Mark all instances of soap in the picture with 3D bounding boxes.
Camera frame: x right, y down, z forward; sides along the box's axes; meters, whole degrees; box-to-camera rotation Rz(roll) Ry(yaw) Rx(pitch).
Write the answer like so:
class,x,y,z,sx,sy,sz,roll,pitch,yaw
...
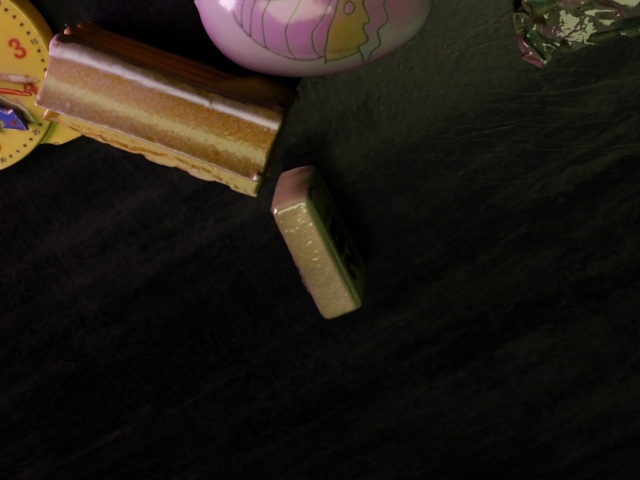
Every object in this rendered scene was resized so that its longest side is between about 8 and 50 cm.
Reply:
class,x,y,z,sx,sy,sz,roll,pitch,yaw
soap,-0.176,-0.162,1.943,0.281,0.259,0.143,21,98,-1

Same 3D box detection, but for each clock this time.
class,x,y,z,sx,sy,sz,roll,pitch,yaw
clock,-0.462,-0.203,2.068,0.277,0.071,0.293,-28,110,19

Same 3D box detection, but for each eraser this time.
class,x,y,z,sx,sy,sz,roll,pitch,yaw
eraser,0.000,0.000,2.090,0.058,0.117,0.172,-19,113,16

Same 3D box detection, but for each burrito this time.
class,x,y,z,sx,sy,sz,roll,pitch,yaw
burrito,0.370,-0.295,1.924,0.309,0.066,0.096,-23,109,14

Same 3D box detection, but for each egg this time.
class,x,y,z,sx,sy,sz,roll,pitch,yaw
egg,-0.007,-0.282,1.903,0.271,0.196,0.196,9,118,10
